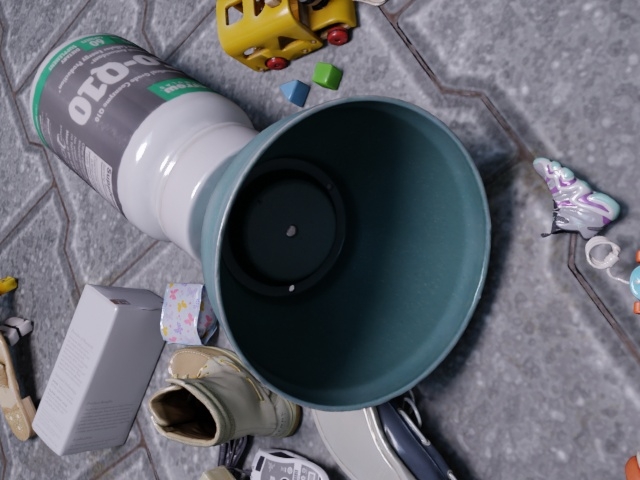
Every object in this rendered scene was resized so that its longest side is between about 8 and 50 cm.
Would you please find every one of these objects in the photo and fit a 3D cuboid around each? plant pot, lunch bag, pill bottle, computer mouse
[{"bbox_3d":[0.000,0.000,0.653,0.196,0.293,0.293,21,95,60],"label":"plant pot"},{"bbox_3d":[-0.181,0.104,0.867,0.071,0.053,0.083,-3,71,31],"label":"lunch bag"},{"bbox_3d":[-0.214,-0.125,0.833,0.361,0.204,0.204,34,101,31],"label":"pill bottle"},{"bbox_3d":[-0.055,0.293,0.763,0.192,0.042,0.106,2,79,39],"label":"computer mouse"}]

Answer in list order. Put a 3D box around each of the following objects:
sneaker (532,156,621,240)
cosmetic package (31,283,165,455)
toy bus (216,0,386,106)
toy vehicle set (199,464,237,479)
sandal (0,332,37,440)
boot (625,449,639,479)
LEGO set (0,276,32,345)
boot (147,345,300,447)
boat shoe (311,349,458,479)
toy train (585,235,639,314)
[{"bbox_3d":[0.238,-0.034,0.623,0.098,0.038,0.069,44,106,30],"label":"sneaker"},{"bbox_3d":[-0.311,0.184,0.900,0.085,0.117,0.231,26,96,32],"label":"cosmetic package"},{"bbox_3d":[-0.040,-0.300,0.806,0.191,0.104,0.202,39,104,31],"label":"toy bus"},{"bbox_3d":[-0.132,0.435,0.767,0.166,0.035,0.267,39,113,31],"label":"toy vehicle set"},{"bbox_3d":[-0.553,0.230,1.025,0.088,0.079,0.240,-30,88,34],"label":"sandal"},{"bbox_3d":[0.278,0.265,0.542,0.084,0.059,0.158,-18,74,35],"label":"boot"},{"bbox_3d":[-0.604,0.111,1.129,0.227,0.093,0.087,8,118,29],"label":"LEGO set"},{"bbox_3d":[-0.150,0.185,0.765,0.213,0.165,0.077,20,93,33],"label":"boot"},{"bbox_3d":[0.075,0.217,0.663,0.254,0.079,0.095,48,124,38],"label":"boat shoe"},{"bbox_3d":[0.332,-0.004,0.556,0.166,0.046,0.125,-40,62,18],"label":"toy train"}]
